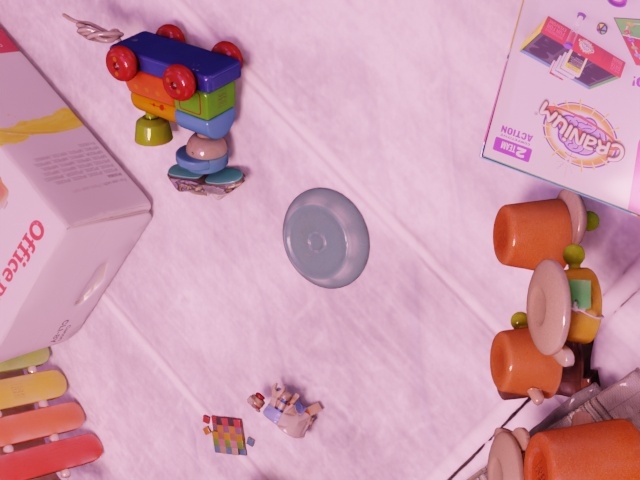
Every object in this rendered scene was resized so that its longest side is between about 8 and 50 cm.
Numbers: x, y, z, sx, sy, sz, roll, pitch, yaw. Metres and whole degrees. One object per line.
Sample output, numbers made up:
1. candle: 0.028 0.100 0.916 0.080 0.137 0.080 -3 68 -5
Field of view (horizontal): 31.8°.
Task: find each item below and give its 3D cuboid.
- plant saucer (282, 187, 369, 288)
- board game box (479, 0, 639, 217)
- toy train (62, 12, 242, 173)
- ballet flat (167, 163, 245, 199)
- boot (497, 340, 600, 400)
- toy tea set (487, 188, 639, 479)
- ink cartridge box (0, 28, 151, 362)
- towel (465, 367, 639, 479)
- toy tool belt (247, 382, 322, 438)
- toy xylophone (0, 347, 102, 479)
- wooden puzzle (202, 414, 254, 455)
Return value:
1. plant saucer: 0.000 0.000 1.285 0.119 0.021 0.119 9 107 32
2. board game box: 0.296 -0.186 1.007 0.242 0.064 0.317 25 115 27
3. toy train: -0.207 -0.178 1.340 0.248 0.105 0.143 21 127 28
4. ballet flat: -0.132 -0.069 1.352 0.114 0.041 0.041 9 107 33
5. boot: 0.224 0.116 1.155 0.114 0.037 0.107 -3 101 37
6. toy tea set: 0.243 0.115 1.054 0.200 0.124 0.336 173 99 -79
7. ink cartridge box: -0.441 -0.072 1.480 0.385 0.160 0.279 47 123 15
8. towel: 0.316 0.315 1.138 0.324 0.056 0.312 51 127 7
9. toy tool belt: -0.042 0.198 1.356 0.083 0.052 0.051 34 88 19
10. toy xylophone: -0.445 0.225 1.523 0.081 0.236 0.323 -33 80 39
11. wooden puzzle: -0.119 0.251 1.441 0.083 0.006 0.049 0 102 34
